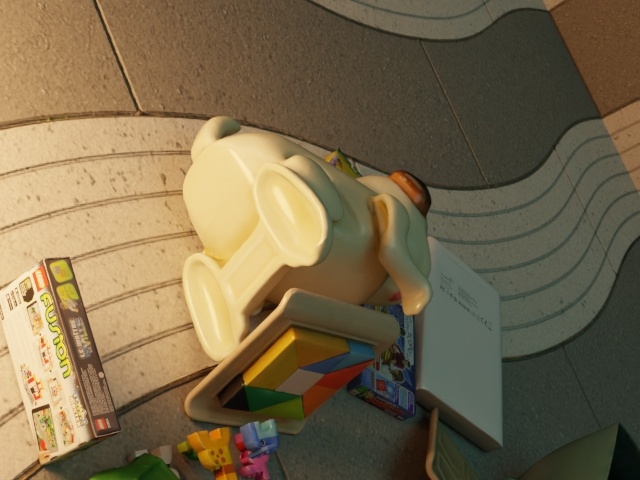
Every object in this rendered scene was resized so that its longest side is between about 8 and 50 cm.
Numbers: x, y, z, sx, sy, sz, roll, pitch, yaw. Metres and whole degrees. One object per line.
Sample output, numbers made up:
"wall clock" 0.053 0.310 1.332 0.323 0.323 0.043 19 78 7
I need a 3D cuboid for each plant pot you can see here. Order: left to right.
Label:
"plant pot" 0.456 0.462 1.592 0.166 0.234 0.165 52 36 -9

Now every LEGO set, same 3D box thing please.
"LEGO set" -0.120 0.289 1.145 0.227 0.087 0.093 3 63 -48

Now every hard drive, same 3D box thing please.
"hard drive" 0.259 0.189 1.708 0.233 0.047 0.353 38 40 -28

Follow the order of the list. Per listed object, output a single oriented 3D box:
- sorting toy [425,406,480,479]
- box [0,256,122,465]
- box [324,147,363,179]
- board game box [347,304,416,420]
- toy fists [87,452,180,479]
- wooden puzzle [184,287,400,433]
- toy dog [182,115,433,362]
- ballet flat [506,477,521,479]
"sorting toy" 0.220 0.418 1.433 0.229 0.041 0.307 59 14 -5
"box" -0.297 0.135 1.014 0.036 0.114 0.207 -3 68 -51
"box" 0.027 -0.085 1.624 0.105 0.043 0.179 49 39 -14
"board game box" 0.106 0.186 1.533 0.136 0.035 0.201 34 43 -32
"toy fists" -0.179 0.380 1.005 0.279 0.096 0.142 58 26 0
"wooden puzzle" -0.032 0.175 1.211 0.220 0.239 0.044 19 31 -42
"toy dog" 0.000 0.000 1.372 0.407 0.285 0.395 8 34 -46
"ballet flat" 0.341 0.525 1.508 0.087 0.083 0.248 -3 81 -57
